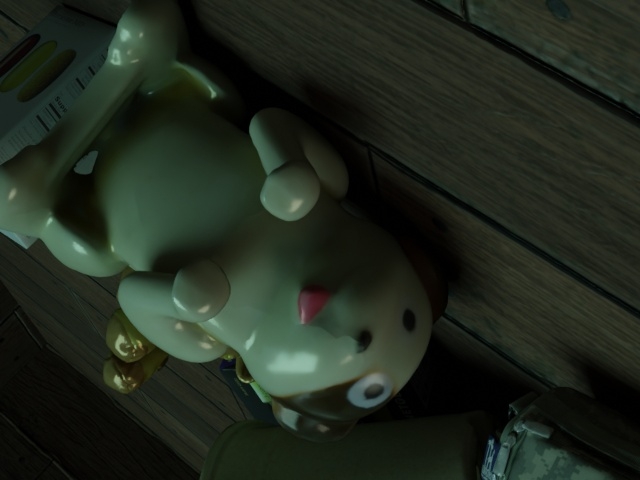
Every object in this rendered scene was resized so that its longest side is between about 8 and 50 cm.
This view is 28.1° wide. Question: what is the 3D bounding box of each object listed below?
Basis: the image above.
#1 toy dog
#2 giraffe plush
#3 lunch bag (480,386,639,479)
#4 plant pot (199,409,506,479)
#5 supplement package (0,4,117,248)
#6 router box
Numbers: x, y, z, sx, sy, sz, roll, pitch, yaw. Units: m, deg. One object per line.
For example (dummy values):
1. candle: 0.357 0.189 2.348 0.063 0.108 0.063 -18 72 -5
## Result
1. toy dog: -0.078 0.023 1.283 0.408 0.284 0.395 37 165 15
2. giraffe plush: -0.138 0.092 1.491 0.170 0.210 0.181 16 123 6
3. lunch bag: 0.309 0.291 1.192 0.305 0.212 0.256 26 139 42
4. plant pot: 0.076 0.331 1.444 0.305 0.334 0.334 -19 126 23
5. supplement package: -0.324 -0.137 1.494 0.139 0.244 0.134 26 156 42
6. router box: 0.048 0.220 1.611 0.242 0.081 0.309 -4 138 28
